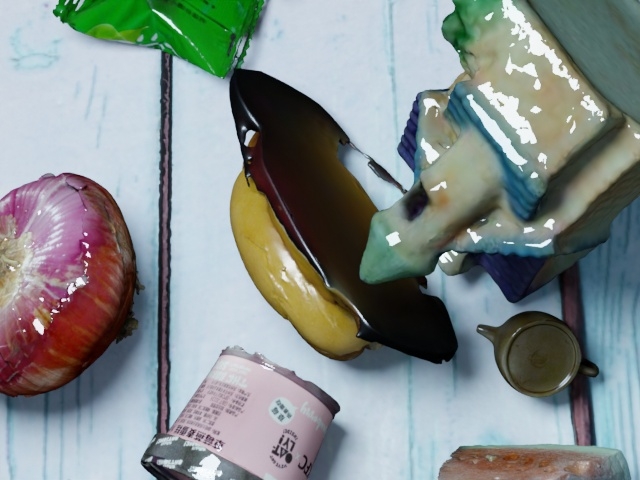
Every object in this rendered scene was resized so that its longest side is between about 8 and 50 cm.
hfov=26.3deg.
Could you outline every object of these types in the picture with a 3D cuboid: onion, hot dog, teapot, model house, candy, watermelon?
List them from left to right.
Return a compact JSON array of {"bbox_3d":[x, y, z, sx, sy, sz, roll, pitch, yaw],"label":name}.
[{"bbox_3d":[-0.250,0.051,1.296,0.230,0.163,0.230,-20,55,31],"label":"onion"},{"bbox_3d":[-0.160,-0.250,1.413,0.203,0.078,0.141,16,76,6],"label":"candy"},{"bbox_3d":[-0.004,0.001,1.297,0.107,0.194,0.326,-47,43,31],"label":"hot dog"},{"bbox_3d":[0.136,0.293,1.147,0.148,0.226,0.318,9,60,37],"label":"watermelon"},{"bbox_3d":[0.163,-0.083,1.211,0.280,0.312,0.245,-45,74,29],"label":"model house"},{"bbox_3d":[0.203,0.102,1.269,0.121,0.068,0.076,17,99,-10],"label":"teapot"}]

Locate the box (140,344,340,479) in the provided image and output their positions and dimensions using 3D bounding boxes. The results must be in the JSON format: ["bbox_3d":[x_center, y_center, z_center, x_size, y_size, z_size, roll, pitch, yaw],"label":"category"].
[{"bbox_3d":[-0.065,0.179,1.236,0.151,0.151,0.135,24,69,13],"label":"box"}]
